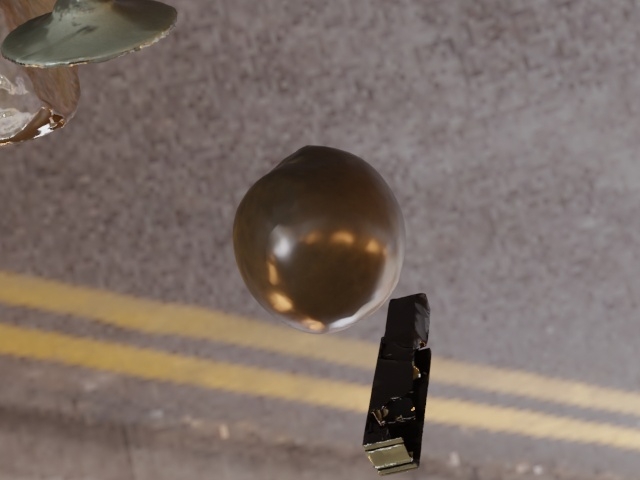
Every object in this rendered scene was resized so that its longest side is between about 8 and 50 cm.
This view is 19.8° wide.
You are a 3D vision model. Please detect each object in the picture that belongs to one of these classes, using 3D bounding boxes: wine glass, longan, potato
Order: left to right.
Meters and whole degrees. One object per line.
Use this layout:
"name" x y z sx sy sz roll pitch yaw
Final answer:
"potato" -0.341 -0.172 1.715 0.211 0.264 0.189 -28 168 9
"wine glass" -0.145 -0.217 0.978 0.103 0.103 0.231 -11 116 -6
"longan" 0.000 0.000 1.911 0.198 0.198 0.212 -17 -178 7

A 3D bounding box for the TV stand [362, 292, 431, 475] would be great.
"TV stand" 0.070 0.118 1.577 0.036 0.249 0.042 -16 115 15
